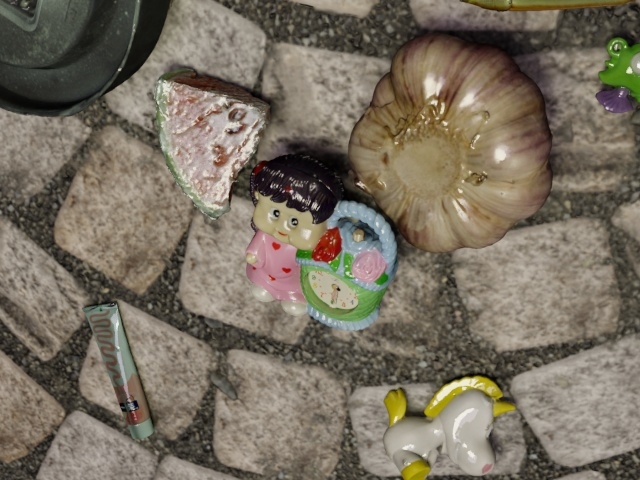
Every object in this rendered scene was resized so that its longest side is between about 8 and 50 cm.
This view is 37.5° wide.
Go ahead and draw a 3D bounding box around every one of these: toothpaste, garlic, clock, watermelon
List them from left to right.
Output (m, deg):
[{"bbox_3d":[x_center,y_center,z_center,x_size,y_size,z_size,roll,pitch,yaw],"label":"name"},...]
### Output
[{"bbox_3d":[-0.338,-0.333,1.069,0.386,0.076,0.386,12,118,24],"label":"clock"},{"bbox_3d":[-0.283,0.185,1.342,0.056,0.036,0.205,-10,105,20],"label":"toothpaste"},{"bbox_3d":[-0.119,-0.128,1.153,0.139,0.071,0.187,-17,99,13],"label":"watermelon"},{"bbox_3d":[0.000,0.000,1.121,0.194,0.100,0.195,22,138,15],"label":"clock"},{"bbox_3d":[0.152,-0.111,1.046,0.245,0.160,0.244,18,123,29],"label":"garlic"}]

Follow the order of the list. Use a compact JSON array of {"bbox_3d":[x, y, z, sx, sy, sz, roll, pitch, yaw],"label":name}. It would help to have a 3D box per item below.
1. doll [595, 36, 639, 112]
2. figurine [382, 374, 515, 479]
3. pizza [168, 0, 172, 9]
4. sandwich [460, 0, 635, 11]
[{"bbox_3d":[0.388,-0.160,1.018,0.190,0.050,0.115,32,123,-2],"label":"doll"},{"bbox_3d":[0.168,0.247,1.227,0.178,0.109,0.129,-14,86,16],"label":"figurine"},{"bbox_3d":[-0.166,-0.332,1.067,0.194,0.069,0.154,-10,107,28],"label":"pizza"},{"bbox_3d":[0.244,-0.294,1.015,0.163,0.113,0.079,-10,113,-19],"label":"sandwich"}]
